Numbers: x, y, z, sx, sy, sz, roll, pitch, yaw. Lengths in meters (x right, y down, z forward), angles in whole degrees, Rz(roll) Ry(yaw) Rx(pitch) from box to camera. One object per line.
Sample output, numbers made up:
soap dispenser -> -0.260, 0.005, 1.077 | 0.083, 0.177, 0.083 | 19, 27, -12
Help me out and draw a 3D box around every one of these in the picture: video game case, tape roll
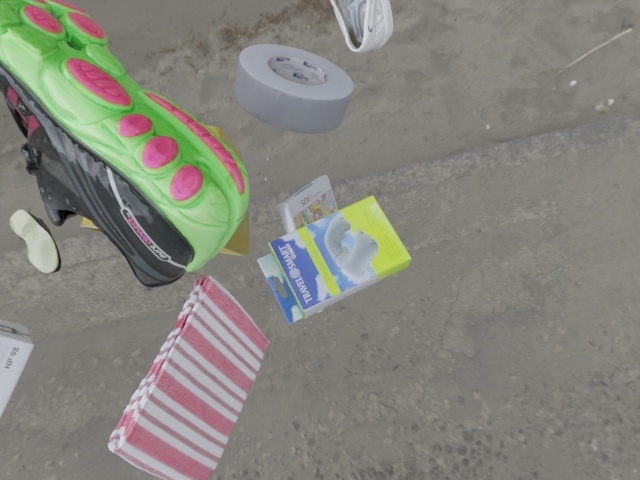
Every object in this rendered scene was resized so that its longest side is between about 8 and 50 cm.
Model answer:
video game case -> 0.000, 0.000, 1.043 | 0.026, 0.206, 0.227 | -8, 108, 27
tape roll -> -0.051, -0.290, 0.962 | 0.219, 0.072, 0.219 | 11, 40, -10

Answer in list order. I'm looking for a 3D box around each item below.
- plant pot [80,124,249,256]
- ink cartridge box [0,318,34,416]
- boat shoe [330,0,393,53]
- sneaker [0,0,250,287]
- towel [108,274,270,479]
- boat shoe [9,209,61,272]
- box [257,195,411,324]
plant pot -> -0.232, -0.086, 0.848 | 0.212, 0.212, 0.187 | 7, 83, 7
ink cartridge box -> -0.419, 0.163, 0.643 | 0.060, 0.180, 0.104 | 27, 77, -31
boat shoe -> 0.046, -0.440, 0.808 | 0.096, 0.098, 0.277 | -44, 121, -46
sneaker -> -0.297, -0.132, 0.587 | 0.483, 0.185, 0.202 | 45, 118, 17
towel -> -0.129, 0.154, 0.546 | 0.029, 0.144, 0.197 | 1, 51, 31
boat shoe -> -0.449, 0.004, 0.817 | 0.049, 0.042, 0.133 | -44, 67, -3
box -> 0.015, 0.024, 0.675 | 0.178, 0.042, 0.109 | -25, 69, -9
